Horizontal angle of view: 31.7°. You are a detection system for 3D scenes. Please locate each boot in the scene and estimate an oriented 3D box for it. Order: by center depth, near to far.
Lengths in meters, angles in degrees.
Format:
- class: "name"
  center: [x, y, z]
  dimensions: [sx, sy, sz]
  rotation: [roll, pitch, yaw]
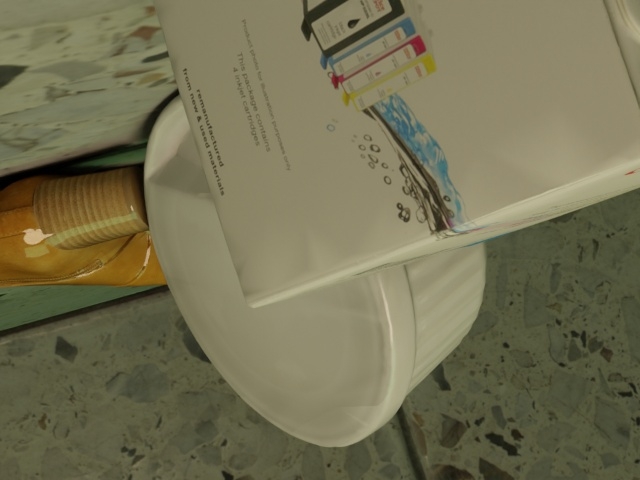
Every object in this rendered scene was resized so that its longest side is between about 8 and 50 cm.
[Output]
- class: "boot"
  center: [-0.228, -0.001, 0.989]
  dimensions: [0.211, 0.104, 0.295]
  rotation: [-12, 171, 6]

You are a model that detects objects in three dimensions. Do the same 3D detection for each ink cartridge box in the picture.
- class: "ink cartridge box"
  center: [0.072, -0.090, 0.497]
  dimensions: [0.171, 0.168, 0.232]
  rotation: [-13, 174, -43]

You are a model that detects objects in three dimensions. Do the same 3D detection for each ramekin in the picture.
- class: "ramekin"
  center: [0.000, 0.000, 0.813]
  dimensions: [0.127, 0.273, 0.273]
  rotation: [-28, -178, -33]
